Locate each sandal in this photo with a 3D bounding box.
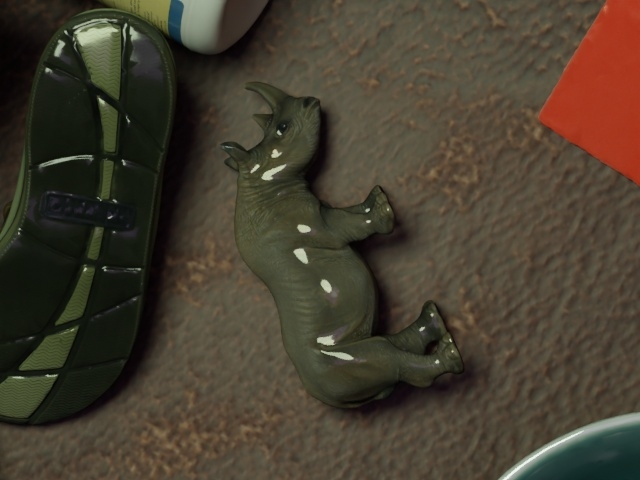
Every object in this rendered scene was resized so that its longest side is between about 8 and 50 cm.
[{"bbox_3d":[-0.164,-0.011,1.209,0.120,0.086,0.302,18,104,-10],"label":"sandal"}]

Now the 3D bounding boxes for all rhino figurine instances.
[{"bbox_3d":[0.000,0.000,1.199,0.106,0.073,0.243,-25,82,1],"label":"rhino figurine"}]

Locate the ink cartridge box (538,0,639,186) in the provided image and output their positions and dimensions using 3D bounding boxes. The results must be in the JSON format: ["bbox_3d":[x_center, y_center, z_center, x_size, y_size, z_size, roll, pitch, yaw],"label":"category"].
[{"bbox_3d":[0.349,-0.089,1.082,0.385,0.091,0.308,36,113,15],"label":"ink cartridge box"}]

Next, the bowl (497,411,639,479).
[{"bbox_3d":[0.221,0.259,1.106,0.312,0.163,0.311,-1,85,7],"label":"bowl"}]

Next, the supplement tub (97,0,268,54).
[{"bbox_3d":[-0.124,-0.228,1.195,0.200,0.144,0.144,28,89,8],"label":"supplement tub"}]
